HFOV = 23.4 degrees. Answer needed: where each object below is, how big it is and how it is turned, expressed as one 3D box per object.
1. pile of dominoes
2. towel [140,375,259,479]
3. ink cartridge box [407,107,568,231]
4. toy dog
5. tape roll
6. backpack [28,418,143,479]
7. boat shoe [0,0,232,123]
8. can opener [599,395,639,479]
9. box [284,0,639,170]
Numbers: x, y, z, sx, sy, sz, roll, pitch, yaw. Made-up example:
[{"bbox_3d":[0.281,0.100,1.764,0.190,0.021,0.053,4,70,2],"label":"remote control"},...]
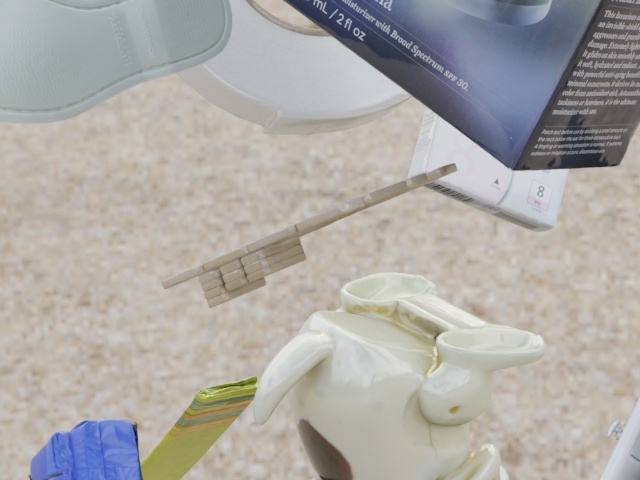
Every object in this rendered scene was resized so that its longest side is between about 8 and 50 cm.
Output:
[{"bbox_3d":[0.000,0.000,1.335,0.251,0.040,0.196,-22,0,43],"label":"pile of dominoes"},{"bbox_3d":[-0.170,0.251,1.987,0.102,0.237,0.021,-5,56,-42],"label":"towel"},{"bbox_3d":[0.218,-0.149,1.857,0.189,0.232,0.066,20,-11,-22],"label":"ink cartridge box"},{"bbox_3d":[0.080,0.293,2.007,0.284,0.408,0.395,22,22,36],"label":"toy dog"},{"bbox_3d":[-0.017,-0.308,1.668,0.392,0.392,0.072,-10,-8,-19],"label":"tape roll"},{"bbox_3d":[-0.230,0.250,1.529,0.101,0.098,0.120,0,59,-30],"label":"backpack"},{"bbox_3d":[-0.207,-0.155,1.249,0.302,0.114,0.091,-14,8,-43],"label":"boat shoe"},{"bbox_3d":[0.207,0.229,1.103,0.074,0.280,0.093,36,-8,-40],"label":"can opener"},{"bbox_3d":[0.161,-0.258,1.267,0.296,0.294,0.183,40,27,31],"label":"box"}]
